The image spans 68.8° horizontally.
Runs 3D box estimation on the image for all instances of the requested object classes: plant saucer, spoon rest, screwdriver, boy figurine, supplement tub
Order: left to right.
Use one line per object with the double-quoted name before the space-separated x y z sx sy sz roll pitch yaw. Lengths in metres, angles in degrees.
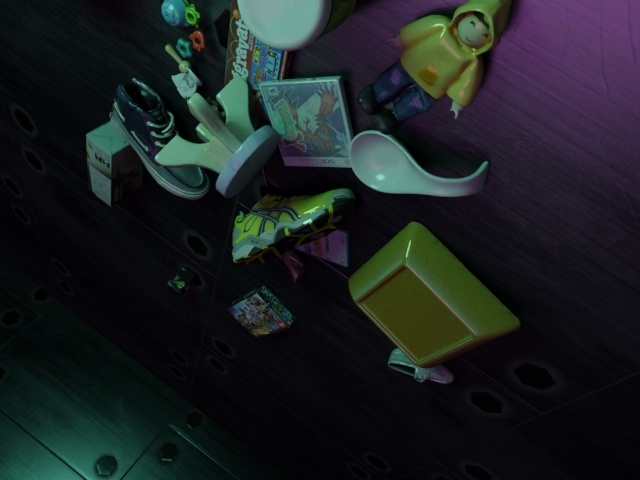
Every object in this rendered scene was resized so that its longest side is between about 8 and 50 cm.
"screwdriver" -0.148 -0.204 1.165 0.024 0.025 0.169 17 144 25
"supplement tub" -0.025 -0.390 0.730 0.145 0.199 0.144 12 127 16
"spoon rest" 0.177 -0.140 0.913 0.277 0.084 0.137 16 135 25
"plant saucer" 0.236 0.165 1.125 0.333 0.081 0.333 45 141 4
"boy figurine" 0.193 -0.282 0.765 0.177 0.092 0.285 51 143 -9

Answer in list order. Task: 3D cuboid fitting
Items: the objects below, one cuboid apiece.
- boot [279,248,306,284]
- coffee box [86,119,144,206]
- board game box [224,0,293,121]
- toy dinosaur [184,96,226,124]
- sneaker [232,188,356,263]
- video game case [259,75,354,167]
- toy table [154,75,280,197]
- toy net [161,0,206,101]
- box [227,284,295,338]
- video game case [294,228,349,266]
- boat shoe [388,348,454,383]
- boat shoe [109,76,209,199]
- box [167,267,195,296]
"boot" -0.085 0.069 1.352 0.087 0.042 0.118 36 140 15
"coffee box" -0.609 -0.235 1.396 0.098 0.141 0.246 38 140 3
"board game box" -0.126 -0.390 0.962 0.145 0.027 0.281 32 140 11
"toy dinosaur" -0.243 -0.293 1.136 0.093 0.053 0.183 9 150 43
"sneaker" -0.089 -0.058 1.150 0.385 0.145 0.147 -22 74 31
"video game case" -0.021 -0.245 0.994 0.184 0.023 0.201 6 133 26
"toy table" -0.203 -0.207 0.994 0.161 0.252 0.274 43 160 -5
"toy net" -0.293 -0.422 1.052 0.122 0.045 0.232 22 139 18
"box" -0.208 0.252 1.609 0.159 0.044 0.233 48 140 -9
"video game case" 0.000 0.000 1.235 0.167 0.015 0.119 18 136 24
"boat shoe" 0.279 0.366 1.318 0.184 0.063 0.066 23 138 20
"boat shoe" -0.415 -0.263 1.223 0.340 0.127 0.158 45 148 -4
"box" -0.513 0.154 1.726 0.062 0.083 0.052 32 139 10
